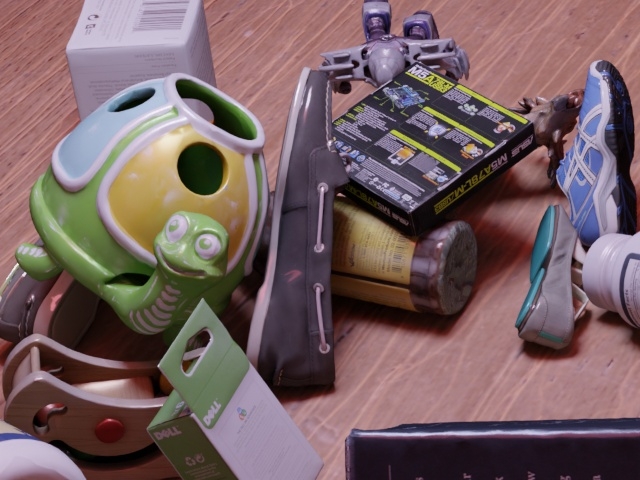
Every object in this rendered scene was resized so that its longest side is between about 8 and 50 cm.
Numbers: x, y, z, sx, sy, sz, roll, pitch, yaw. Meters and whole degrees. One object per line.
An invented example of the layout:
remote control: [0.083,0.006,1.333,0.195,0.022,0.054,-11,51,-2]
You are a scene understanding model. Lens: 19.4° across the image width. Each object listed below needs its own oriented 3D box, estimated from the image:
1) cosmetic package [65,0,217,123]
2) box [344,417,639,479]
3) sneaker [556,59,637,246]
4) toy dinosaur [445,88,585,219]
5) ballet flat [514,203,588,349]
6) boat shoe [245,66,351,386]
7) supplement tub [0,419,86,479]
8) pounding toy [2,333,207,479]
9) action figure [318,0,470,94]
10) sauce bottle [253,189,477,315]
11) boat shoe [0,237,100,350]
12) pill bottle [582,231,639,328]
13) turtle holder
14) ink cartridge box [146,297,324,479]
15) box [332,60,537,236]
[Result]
cosmetic package: [-0.217,-0.199,2.334,0.151,0.183,0.151,-2,34,8]
box: [0.234,0.241,1.429,0.395,0.212,0.293,-2,-4,10]
sneaker: [0.299,-0.093,2.056,0.081,0.211,0.080,0,-2,29]
toy dinosaur: [0.180,-0.119,2.192,0.200,0.127,0.296,-16,17,-28]
ballet flat: [0.254,0.042,1.986,0.068,0.072,0.213,22,38,-1]
boat shoe: [-0.007,-0.010,1.946,0.095,0.335,0.112,10,-8,-1]
supplement tub: [-0.378,0.240,1.670,0.316,0.228,0.228,21,43,36]
pounding toy: [-0.233,0.148,1.844,0.269,0.154,0.155,-11,34,-4]
action figure: [0.094,-0.229,2.317,0.185,0.099,0.285,5,20,6]
sauce bottle: [0.000,0.000,2.051,0.344,0.111,0.111,13,39,26]
boat shoe: [-0.269,0.011,2.100,0.091,0.109,0.305,11,42,20]
pill bottle: [0.359,0.043,1.896,0.108,0.108,0.180,-32,27,-31]
turtle holder: [-0.171,-0.037,1.888,0.243,0.227,0.320,36,17,6]
ink cartridge box: [-0.092,0.171,1.725,0.062,0.209,0.109,-21,23,35]
box: [0.104,-0.102,2.021,0.184,0.045,0.191,-35,44,-24]
